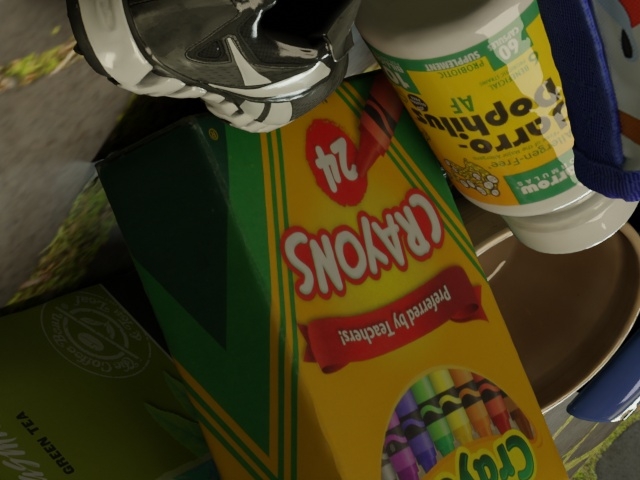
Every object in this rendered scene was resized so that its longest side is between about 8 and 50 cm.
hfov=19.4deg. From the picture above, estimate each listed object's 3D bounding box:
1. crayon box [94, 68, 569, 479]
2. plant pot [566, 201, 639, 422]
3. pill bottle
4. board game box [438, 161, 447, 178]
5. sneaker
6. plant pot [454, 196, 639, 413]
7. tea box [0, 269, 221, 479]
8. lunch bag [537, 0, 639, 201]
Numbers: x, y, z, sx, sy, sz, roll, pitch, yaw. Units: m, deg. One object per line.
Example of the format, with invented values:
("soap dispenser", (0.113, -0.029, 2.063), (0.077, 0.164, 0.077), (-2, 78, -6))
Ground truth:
("crayon box", (0.023, 0.074, 1.029), (0.081, 0.319, 0.202), (-23, 179, 36))
("plant pot", (0.268, 0.026, 1.684), (0.236, 0.212, 0.236), (-51, 162, 19))
("pill bottle", (0.107, -0.087, 1.047), (0.117, 0.117, 0.208), (-42, 134, -7))
("board game box", (0.000, 0.000, 1.276), (0.186, 0.026, 0.126), (-24, 165, -48))
("sneaker", (-0.018, -0.101, 0.875), (0.106, 0.078, 0.234), (-14, 173, 22))
("plant pot", (0.140, 0.039, 1.522), (0.237, 0.110, 0.237), (-18, 136, -18))
("tea box", (-0.167, 0.217, 1.107), (0.323, 0.220, 0.329), (-22, 152, -54))
("lunch bag", (0.256, -0.215, 0.777), (0.385, 0.328, 0.239), (-18, -159, -11))
